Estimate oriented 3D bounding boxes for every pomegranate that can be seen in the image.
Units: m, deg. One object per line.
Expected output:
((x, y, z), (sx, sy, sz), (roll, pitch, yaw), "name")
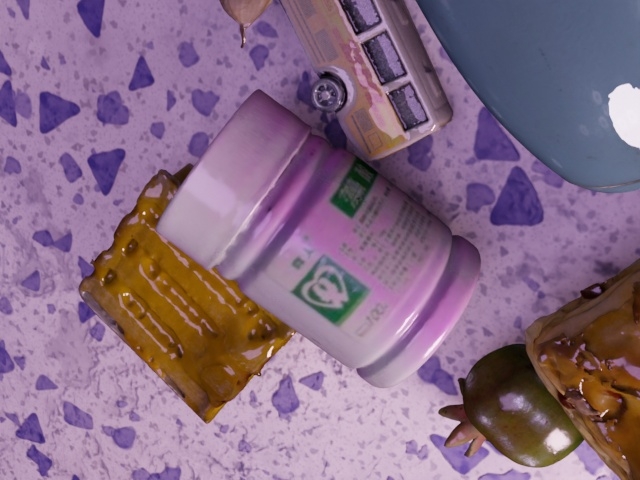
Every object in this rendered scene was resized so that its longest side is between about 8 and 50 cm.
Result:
((0.237, 0.210, 0.960), (0.152, 0.131, 0.191), (43, 142, 0), "pomegranate")

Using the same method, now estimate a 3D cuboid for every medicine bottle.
((0.000, 0.000, 0.900), (0.325, 0.212, 0.212), (36, 120, -5), "medicine bottle")

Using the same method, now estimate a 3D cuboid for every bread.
((0.409, 0.166, 0.796), (0.277, 0.167, 0.325), (-33, 96, 8), "bread")

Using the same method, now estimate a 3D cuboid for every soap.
((-0.169, 0.075, 1.078), (0.281, 0.143, 0.259), (44, 115, 4), "soap")

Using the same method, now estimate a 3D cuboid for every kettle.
((0.222, -0.206, 0.720), (0.247, 0.319, 0.342), (-35, 115, -5), "kettle")

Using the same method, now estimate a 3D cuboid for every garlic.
((-0.076, -0.289, 0.834), (0.152, 0.066, 0.084), (-41, 90, 28), "garlic")

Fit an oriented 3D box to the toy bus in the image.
((0.027, -0.262, 0.891), (0.138, 0.097, 0.343), (-21, 98, 31), "toy bus")
